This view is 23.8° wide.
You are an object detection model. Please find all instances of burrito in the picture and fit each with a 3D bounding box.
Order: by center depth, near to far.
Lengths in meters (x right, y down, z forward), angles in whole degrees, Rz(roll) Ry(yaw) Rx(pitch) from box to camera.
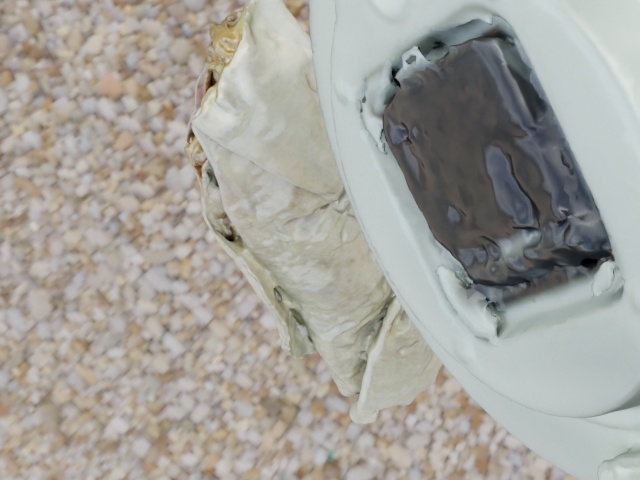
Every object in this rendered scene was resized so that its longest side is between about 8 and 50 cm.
[{"bbox_3d":[0.000,0.000,0.978,0.117,0.392,0.076,-39,51,-9],"label":"burrito"}]

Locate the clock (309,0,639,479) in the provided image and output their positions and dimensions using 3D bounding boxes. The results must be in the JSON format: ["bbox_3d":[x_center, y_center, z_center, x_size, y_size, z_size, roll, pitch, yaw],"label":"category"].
[{"bbox_3d":[0.060,-0.023,0.399,0.236,0.053,0.236,43,148,36],"label":"clock"}]
